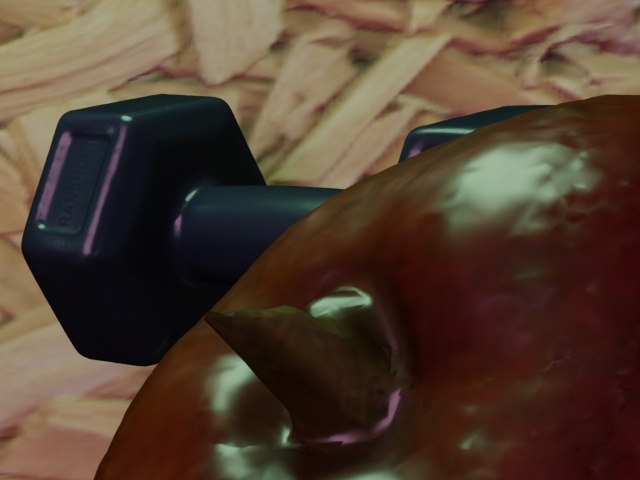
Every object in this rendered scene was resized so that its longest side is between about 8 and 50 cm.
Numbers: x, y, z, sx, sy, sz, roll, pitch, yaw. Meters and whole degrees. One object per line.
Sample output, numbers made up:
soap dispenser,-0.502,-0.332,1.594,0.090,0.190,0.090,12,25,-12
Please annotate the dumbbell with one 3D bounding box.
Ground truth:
dumbbell,0.000,0.001,0.996,0.316,0.156,0.144,5,44,39

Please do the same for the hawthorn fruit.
hawthorn fruit,0.086,0.138,0.683,0.402,0.403,0.403,-16,62,32
